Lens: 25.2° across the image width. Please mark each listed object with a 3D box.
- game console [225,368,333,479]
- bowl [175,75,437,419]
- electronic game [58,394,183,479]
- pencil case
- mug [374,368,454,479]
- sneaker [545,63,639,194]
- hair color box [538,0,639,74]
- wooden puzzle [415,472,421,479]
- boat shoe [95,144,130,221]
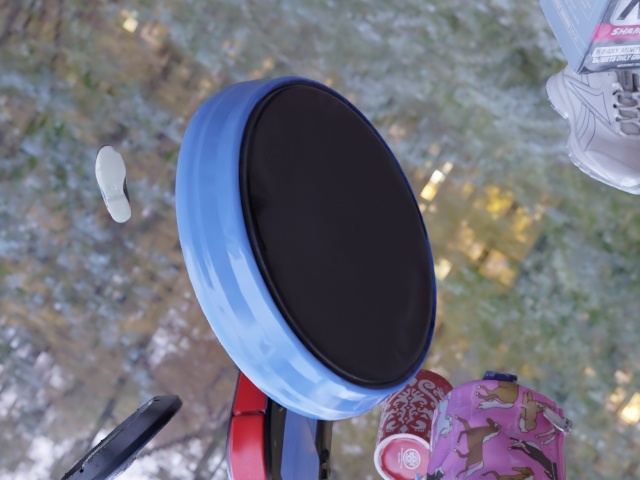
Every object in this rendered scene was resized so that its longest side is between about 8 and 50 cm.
[{"bbox_3d":[-0.033,0.221,1.776,0.060,0.342,0.386,2,142,12],"label":"game console"},{"bbox_3d":[0.000,0.000,1.576,0.391,0.077,0.391,32,-132,-44],"label":"bowl"},{"bbox_3d":[-0.266,0.279,1.842,0.048,0.229,0.229,49,-175,-3],"label":"electronic game"},{"bbox_3d":[0.201,0.327,1.589,0.160,0.167,0.386,21,-142,-11],"label":"pencil case"},{"bbox_3d":[0.146,0.290,2.086,0.150,0.113,0.169,57,-159,-14],"label":"mug"},{"bbox_3d":[0.431,-0.190,2.154,0.111,0.129,0.297,11,-138,-29],"label":"sneaker"},{"bbox_3d":[0.357,-0.328,1.341,0.185,0.374,0.113,-6,-127,-17],"label":"hair color box"},{"bbox_3d":[0.124,0.350,1.744,0.078,0.014,0.116,88,174,-54],"label":"wooden puzzle"},{"bbox_3d":[-0.335,-0.097,2.317,0.049,0.137,0.043,-13,-150,-5],"label":"boat shoe"}]
